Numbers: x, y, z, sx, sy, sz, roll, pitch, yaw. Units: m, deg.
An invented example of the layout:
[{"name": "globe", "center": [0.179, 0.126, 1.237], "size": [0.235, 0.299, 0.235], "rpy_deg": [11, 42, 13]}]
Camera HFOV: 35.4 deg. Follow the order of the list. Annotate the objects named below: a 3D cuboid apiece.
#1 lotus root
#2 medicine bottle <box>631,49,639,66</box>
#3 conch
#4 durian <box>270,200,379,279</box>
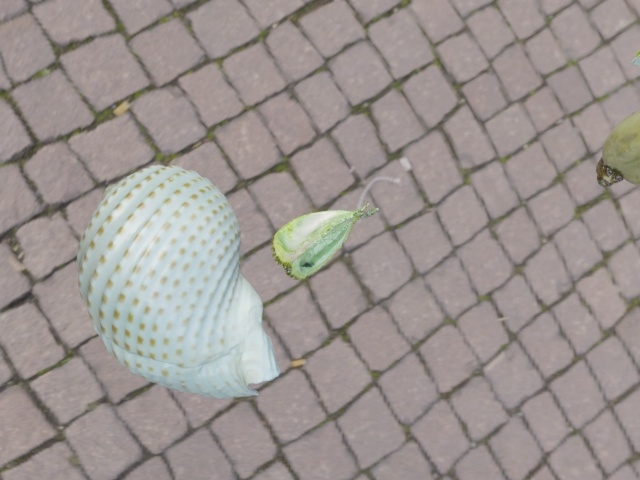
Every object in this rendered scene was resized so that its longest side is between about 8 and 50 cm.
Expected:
[{"name": "lotus root", "center": [0.370, -0.106, 1.093], "size": [0.090, 0.183, 0.077], "rpy_deg": [39, 64, -14]}, {"name": "medicine bottle", "center": [0.526, -0.269, 1.214], "size": [0.250, 0.141, 0.137], "rpy_deg": [-44, 92, -2]}, {"name": "conch", "center": [-0.203, 0.073, 1.317], "size": [0.215, 0.303, 0.319], "rpy_deg": [-13, 67, -18]}, {"name": "durian", "center": [0.000, 0.000, 1.519], "size": [0.215, 0.100, 0.086], "rpy_deg": [-37, 105, -42]}]
